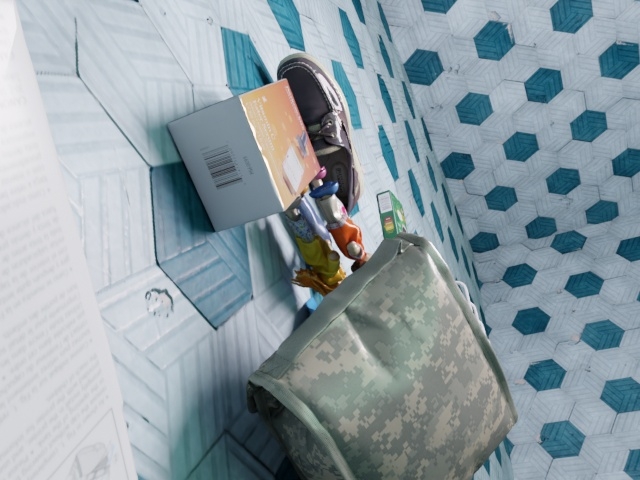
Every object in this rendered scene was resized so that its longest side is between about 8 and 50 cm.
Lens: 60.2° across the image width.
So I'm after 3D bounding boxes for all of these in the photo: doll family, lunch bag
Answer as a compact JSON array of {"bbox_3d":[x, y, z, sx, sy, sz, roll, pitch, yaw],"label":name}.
[{"bbox_3d":[0.000,0.000,0.799,0.163,0.118,0.263,62,4,-14],"label":"doll family"},{"bbox_3d":[0.063,0.159,0.600,0.235,0.169,0.287,-41,121,-27],"label":"lunch bag"}]

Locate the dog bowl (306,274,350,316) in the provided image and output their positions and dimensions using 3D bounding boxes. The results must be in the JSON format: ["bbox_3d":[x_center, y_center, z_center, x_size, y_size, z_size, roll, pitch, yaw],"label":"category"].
[{"bbox_3d":[0.086,0.106,0.850,0.297,0.166,0.074,-26,111,-70],"label":"dog bowl"}]

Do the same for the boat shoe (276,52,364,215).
[{"bbox_3d":[0.005,-0.165,0.914,0.092,0.103,0.285,-84,157,-56],"label":"boat shoe"}]

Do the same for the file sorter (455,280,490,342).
[{"bbox_3d":[0.272,0.251,1.189,0.173,0.193,0.278,-88,154,-48],"label":"file sorter"}]

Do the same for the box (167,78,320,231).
[{"bbox_3d":[-0.080,-0.107,0.652,0.170,0.091,0.130,-59,130,-63],"label":"box"}]

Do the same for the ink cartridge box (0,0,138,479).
[{"bbox_3d":[-0.207,0.105,0.213,0.308,0.091,0.385,-59,147,-65],"label":"ink cartridge box"}]

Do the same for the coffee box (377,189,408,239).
[{"bbox_3d":[0.189,-0.024,1.389,0.113,0.040,0.184,35,43,-60],"label":"coffee box"}]
